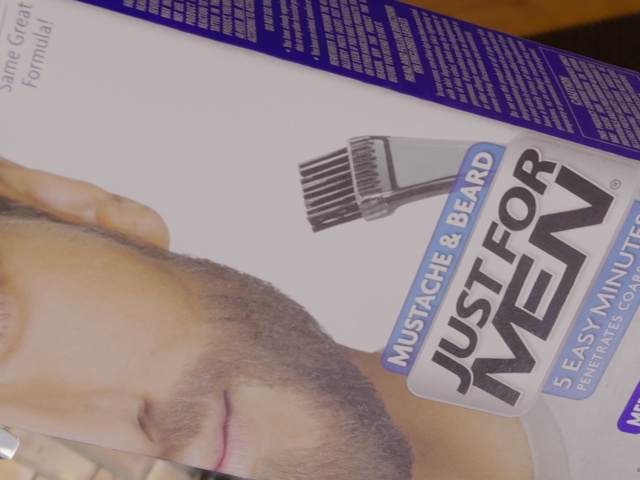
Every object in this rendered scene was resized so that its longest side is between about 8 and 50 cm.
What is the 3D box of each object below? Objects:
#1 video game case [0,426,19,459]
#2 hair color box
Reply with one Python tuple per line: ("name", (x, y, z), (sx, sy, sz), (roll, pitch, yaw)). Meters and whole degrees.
("video game case", (-0.284, 0.092, 0.895), (0.143, 0.019, 0.157), (-5, 144, 47))
("hair color box", (0.000, 0.000, 0.583), (0.338, 0.185, 0.110), (15, -151, -11))
